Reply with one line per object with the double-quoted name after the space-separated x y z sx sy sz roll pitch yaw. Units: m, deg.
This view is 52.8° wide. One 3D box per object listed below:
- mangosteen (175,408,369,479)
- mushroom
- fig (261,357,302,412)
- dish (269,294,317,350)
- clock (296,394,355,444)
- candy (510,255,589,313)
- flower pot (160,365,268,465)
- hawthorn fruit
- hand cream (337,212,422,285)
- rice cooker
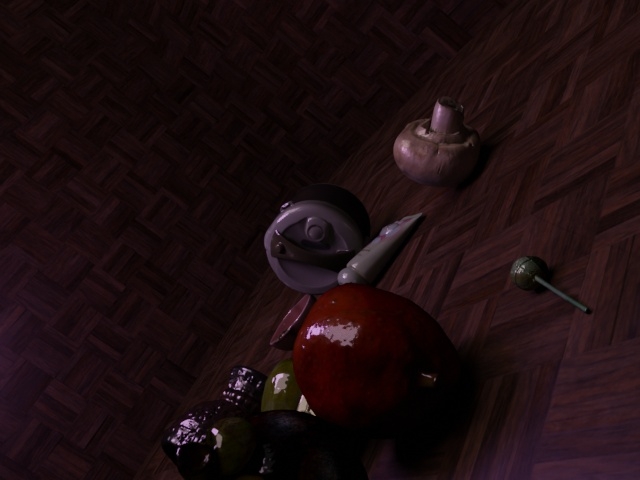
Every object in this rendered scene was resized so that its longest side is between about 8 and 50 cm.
-0.091 0.405 0.975 0.306 0.360 0.305 -27 53 43 "mangosteen"
0.324 -0.276 1.769 0.260 0.254 0.234 39 136 47 "mushroom"
-0.070 0.378 1.511 0.233 0.167 0.167 -51 7 -35 "fig"
-0.064 0.278 2.084 0.213 0.090 0.213 -50 8 9 "dish"
0.014 0.361 1.251 0.069 0.170 0.231 6 56 33 "clock"
0.358 0.072 0.996 0.061 0.061 0.202 -52 18 5 "candy"
-0.217 0.474 1.617 0.267 0.267 0.266 -53 8 -34 "flower pot"
0.105 0.212 1.088 0.307 0.265 0.265 2 53 54 "hawthorn fruit"
0.177 0.033 1.885 0.306 0.093 0.147 -45 7 -14 "hand cream"
0.000 0.000 2.098 0.335 0.335 0.325 -49 6 22 "rice cooker"
